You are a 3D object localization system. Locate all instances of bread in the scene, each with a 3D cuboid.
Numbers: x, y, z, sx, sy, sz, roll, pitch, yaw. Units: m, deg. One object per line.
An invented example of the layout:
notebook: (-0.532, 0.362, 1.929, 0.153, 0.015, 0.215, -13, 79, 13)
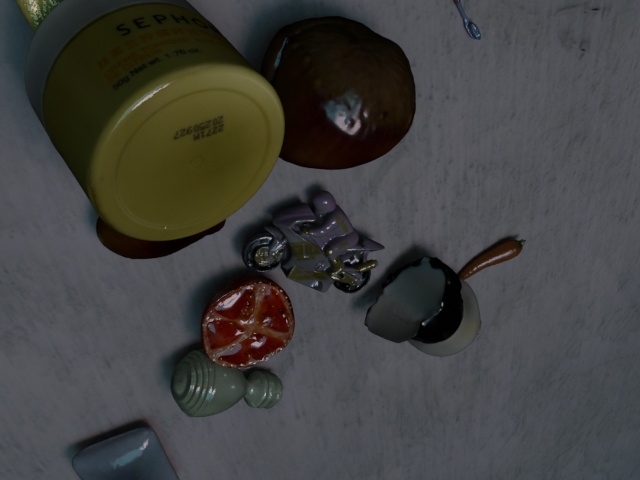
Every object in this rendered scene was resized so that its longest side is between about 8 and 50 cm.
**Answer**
bread: (-0.274, -0.250, 0.612, 0.080, 0.084, 0.109, -24, 124, -5)

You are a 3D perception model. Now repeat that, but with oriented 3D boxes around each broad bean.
broad bean: (-0.214, -0.028, 0.766, 0.165, 0.084, 0.114, -25, 127, 1)

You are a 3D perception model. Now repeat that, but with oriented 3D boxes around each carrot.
carrot: (0.309, 0.034, 1.040, 0.142, 0.035, 0.035, -28, 125, 5)

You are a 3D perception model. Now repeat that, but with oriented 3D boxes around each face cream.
face cream: (-0.173, -0.135, 0.614, 0.218, 0.179, 0.218, -30, 149, -20)

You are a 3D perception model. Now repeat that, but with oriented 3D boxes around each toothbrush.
toothbrush: (0.173, -0.350, 0.772, 0.013, 0.019, 0.193, -39, 123, 4)

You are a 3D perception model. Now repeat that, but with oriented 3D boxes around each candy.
candy: (-0.324, 0.399, 0.975, 0.138, 0.071, 0.174, -19, 122, -10)

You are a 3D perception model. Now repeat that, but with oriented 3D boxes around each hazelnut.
hazelnut: (0.011, -0.169, 0.724, 0.208, 0.208, 0.208, -10, 121, -16)

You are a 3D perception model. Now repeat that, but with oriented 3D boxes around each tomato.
tomato: (-0.120, 0.122, 0.896, 0.156, 0.069, 0.155, -10, 116, -21)

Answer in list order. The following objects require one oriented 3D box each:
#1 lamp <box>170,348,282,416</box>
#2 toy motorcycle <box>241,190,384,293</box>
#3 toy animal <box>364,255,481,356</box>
lamp: (-0.155, 0.240, 0.939, 0.193, 0.106, 0.106, 21, 109, -40)
toy motorcycle: (0.000, 0.000, 0.873, 0.225, 0.073, 0.152, 16, 109, -28)
toy animal: (0.186, 0.125, 0.990, 0.166, 0.138, 0.179, -32, 136, 23)
